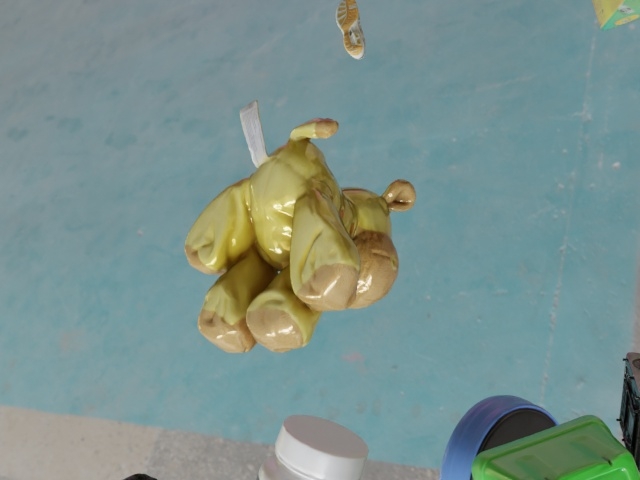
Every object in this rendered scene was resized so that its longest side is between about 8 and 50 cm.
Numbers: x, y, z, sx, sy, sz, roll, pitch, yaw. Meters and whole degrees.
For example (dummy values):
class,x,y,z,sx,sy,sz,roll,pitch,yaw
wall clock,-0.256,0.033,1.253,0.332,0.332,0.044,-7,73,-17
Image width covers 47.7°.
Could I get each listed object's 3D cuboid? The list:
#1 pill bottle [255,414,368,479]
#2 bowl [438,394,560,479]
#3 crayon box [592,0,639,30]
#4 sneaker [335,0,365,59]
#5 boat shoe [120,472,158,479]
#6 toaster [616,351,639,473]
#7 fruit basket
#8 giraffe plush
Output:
class,x,y,z,sx,sy,sz,roll,pitch,yaw
pill bottle,-0.034,0.423,1.091,0.161,0.161,0.283,24,98,46
bowl,0.425,0.544,1.607,0.077,0.391,0.391,-5,54,54
crayon box,0.312,-0.318,0.709,0.081,0.278,0.166,-15,93,14
sneaker,0.042,-0.281,0.971,0.031,0.037,0.083,-10,79,16
boat shoe,-0.322,0.571,1.190,0.158,0.127,0.341,-26,60,34
toaster,0.601,0.317,1.295,0.110,0.186,0.168,2,21,13
fruit basket,0.430,0.489,1.200,0.282,0.392,0.392,-18,44,-5
giraffe plush,0.000,0.000,0.641,0.181,0.170,0.210,-11,70,37
